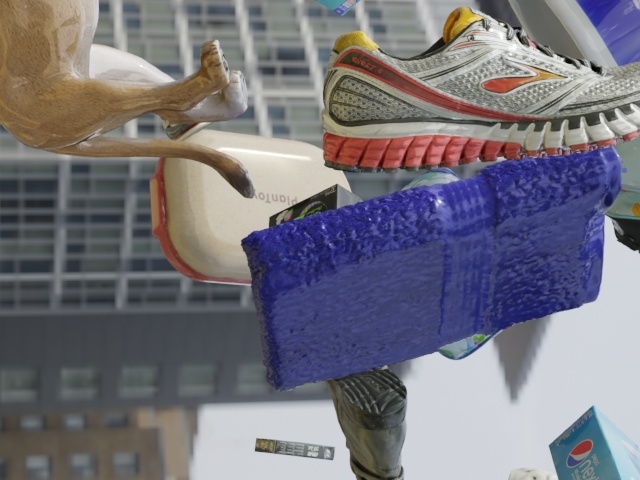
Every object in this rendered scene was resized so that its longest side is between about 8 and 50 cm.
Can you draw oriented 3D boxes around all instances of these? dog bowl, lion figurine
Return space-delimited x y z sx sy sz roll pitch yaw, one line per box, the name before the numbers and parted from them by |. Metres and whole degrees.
dog bowl | 0.339 -0.275 2.050 0.265 0.104 0.265 55 0 -1
lion figurine | -0.200 -0.172 1.128 0.142 0.240 0.392 -97 171 -63

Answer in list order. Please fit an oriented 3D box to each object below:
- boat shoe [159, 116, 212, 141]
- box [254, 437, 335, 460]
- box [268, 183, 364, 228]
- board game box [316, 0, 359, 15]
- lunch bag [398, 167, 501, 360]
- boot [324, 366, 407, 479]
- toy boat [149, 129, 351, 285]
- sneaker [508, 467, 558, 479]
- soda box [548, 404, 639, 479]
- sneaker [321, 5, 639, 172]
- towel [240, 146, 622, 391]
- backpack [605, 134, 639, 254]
boat shoe | -0.129 -0.121 1.517 0.043 0.049 0.137 64 -5 -12
box | -0.032 0.262 2.033 0.067 0.083 0.018 169 -71 -66
box | 0.000 0.000 1.399 0.083 0.052 0.062 -25 -132 35
board game box | -0.046 -0.368 1.901 0.047 0.210 0.160 -37 -120 23
lunch bag | 0.161 0.028 2.034 0.176 0.219 0.090 -42 -163 11
boot | 0.041 0.190 1.704 0.246 0.083 0.161 -115 -163 -63
toy boat | -0.080 -0.019 1.626 0.151 0.231 0.151 -25 -115 52
sneaker | 0.312 0.330 2.008 0.114 0.305 0.152 53 19 -57
soda box | 0.281 0.245 1.569 0.067 0.071 0.210 -44 -166 14
sneaker | 0.111 -0.092 0.935 0.088 0.225 0.092 -158 -118 -82
towel | 0.089 0.015 1.336 0.227 0.308 0.076 86 -14 -57
backpack | 0.354 -0.091 1.526 0.144 0.166 0.188 55 48 -54
